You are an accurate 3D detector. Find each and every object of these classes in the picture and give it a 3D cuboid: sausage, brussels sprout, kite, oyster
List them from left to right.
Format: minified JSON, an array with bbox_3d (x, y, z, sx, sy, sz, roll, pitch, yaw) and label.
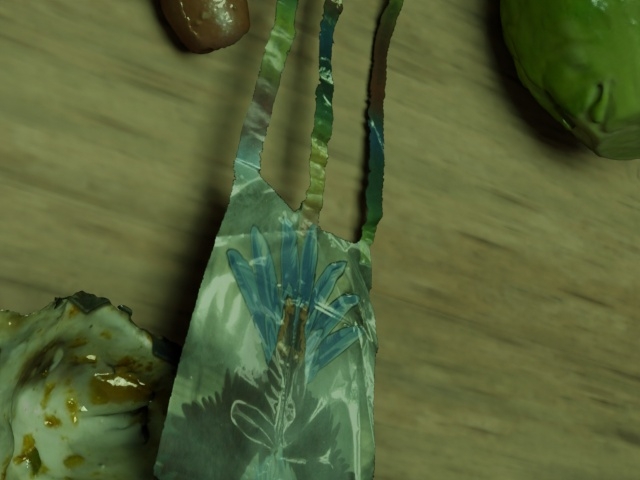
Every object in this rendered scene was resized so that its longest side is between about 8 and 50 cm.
[{"bbox_3d":[-0.099,0.072,0.698,0.148,0.051,0.103,10,81,-46],"label":"oyster"},{"bbox_3d":[-0.087,-0.166,0.757,0.043,0.043,0.186,-47,115,-36],"label":"sausage"},{"bbox_3d":[-0.002,0.000,0.812,0.169,0.015,0.310,39,56,-48],"label":"kite"},{"bbox_3d":[0.165,-0.125,0.924,0.155,0.117,0.155,20,61,-40],"label":"brussels sprout"}]
